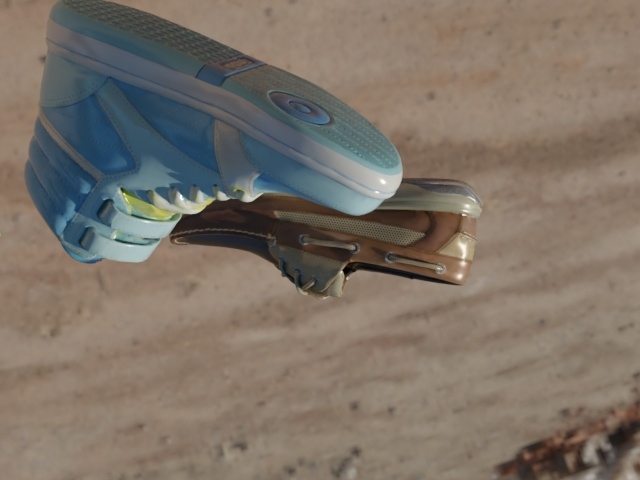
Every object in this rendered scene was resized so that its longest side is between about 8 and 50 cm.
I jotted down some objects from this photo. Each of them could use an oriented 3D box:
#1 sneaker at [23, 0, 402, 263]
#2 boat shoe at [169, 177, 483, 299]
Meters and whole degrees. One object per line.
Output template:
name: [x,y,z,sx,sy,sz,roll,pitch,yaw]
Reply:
sneaker: [-0.099,-0.047,1.107,0.127,0.319,0.208,-20,134,-63]
boat shoe: [0.000,0.000,1.390,0.324,0.116,0.123,0,174,10]
